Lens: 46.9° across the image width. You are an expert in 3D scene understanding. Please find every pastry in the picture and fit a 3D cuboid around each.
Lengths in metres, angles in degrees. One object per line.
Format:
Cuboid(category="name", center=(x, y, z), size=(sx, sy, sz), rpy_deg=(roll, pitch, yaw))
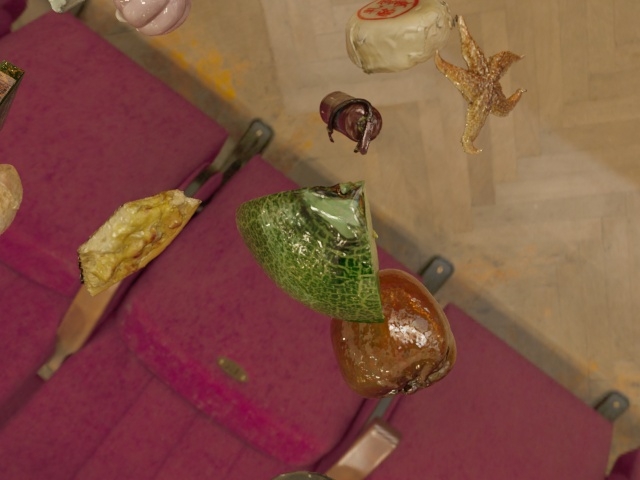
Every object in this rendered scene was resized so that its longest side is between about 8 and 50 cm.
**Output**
Cuboid(category="pastry", center=(0.186, -0.496, 1.754), size=(0.265, 0.264, 0.133), rpy_deg=(0, 127, 19))

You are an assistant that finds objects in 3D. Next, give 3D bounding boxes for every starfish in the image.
Cuboid(category="starfish", center=(0.357, -0.356, 1.620), size=(0.060, 0.299, 0.302), rpy_deg=(12, 158, 48))

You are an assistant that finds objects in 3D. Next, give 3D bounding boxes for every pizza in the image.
Cuboid(category="pizza", center=(-0.193, 0.004, 0.758), size=(0.160, 0.099, 0.035), rpy_deg=(-42, 75, 7))

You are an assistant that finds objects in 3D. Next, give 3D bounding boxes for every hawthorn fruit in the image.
Cuboid(category="hawthorn fruit", center=(0.146, 0.190, 1.610), size=(0.268, 0.268, 0.300), rpy_deg=(-46, 59, 31))

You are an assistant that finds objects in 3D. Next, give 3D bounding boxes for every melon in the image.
Cuboid(category="melon", center=(0.000, 0.000, 1.224), size=(0.226, 0.343, 0.331), rpy_deg=(-45, 79, 1))

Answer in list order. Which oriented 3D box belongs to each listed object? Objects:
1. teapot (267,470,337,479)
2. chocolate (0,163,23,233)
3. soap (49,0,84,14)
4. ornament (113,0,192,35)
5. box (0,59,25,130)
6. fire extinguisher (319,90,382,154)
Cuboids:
Cuboid(category="teapot", center=(-0.046, 0.449, 1.056), size=(0.183, 0.183, 0.251), rpy_deg=(32, 137, 2))
Cuboid(category="chocolate", center=(-0.599, -0.025, 1.112), size=(0.309, 0.134, 0.134), rpy_deg=(-26, 108, -13))
Cuboid(category="soap", center=(-0.593, -0.697, 1.883), size=(0.094, 0.261, 0.150), rpy_deg=(47, 143, -8))
Cuboid(category="ornament", center=(-0.387, -0.549, 1.672), size=(0.178, 0.177, 0.177), rpy_deg=(8, 117, 16))
Cuboid(category="box", center=(-0.441, -0.104, 0.900), size=(0.034, 0.235, 0.132), rpy_deg=(31, 137, -18))
Cuboid(category="fire extinguisher", center=(0.072, -0.288, 1.810), size=(0.105, 0.341, 0.141), rpy_deg=(8, 106, -15))
